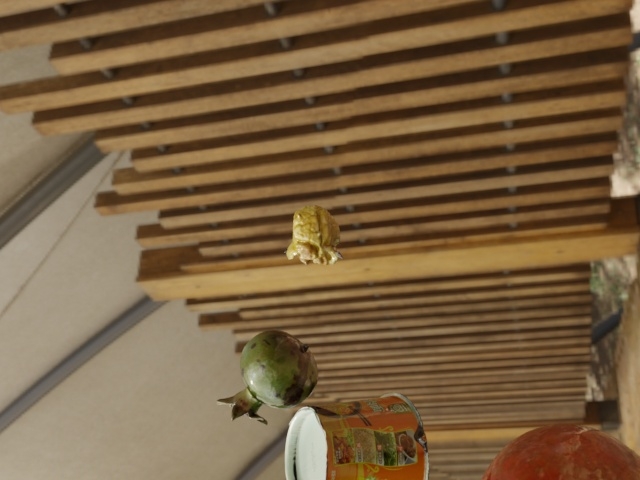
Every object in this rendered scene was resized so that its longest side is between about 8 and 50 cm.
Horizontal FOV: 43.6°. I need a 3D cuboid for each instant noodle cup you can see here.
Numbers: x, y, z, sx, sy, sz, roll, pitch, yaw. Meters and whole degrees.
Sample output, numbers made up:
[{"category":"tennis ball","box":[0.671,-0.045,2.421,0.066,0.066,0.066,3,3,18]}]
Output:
[{"category":"instant noodle cup","box":[0.053,0.376,1.390,0.230,0.182,0.230,-173,90,-66]}]

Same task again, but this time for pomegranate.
[{"category":"pomegranate","box":[-0.081,0.243,1.392,0.169,0.148,0.148,-66,-14,3]}]

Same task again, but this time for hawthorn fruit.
[{"category":"hawthorn fruit","box":[0.360,0.397,1.139,0.284,0.284,0.285,-6,-90,-76]}]

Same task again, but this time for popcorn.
[{"category":"popcorn","box":[0.000,0.000,1.042,0.084,0.084,0.084,-6,-90,-76]}]
